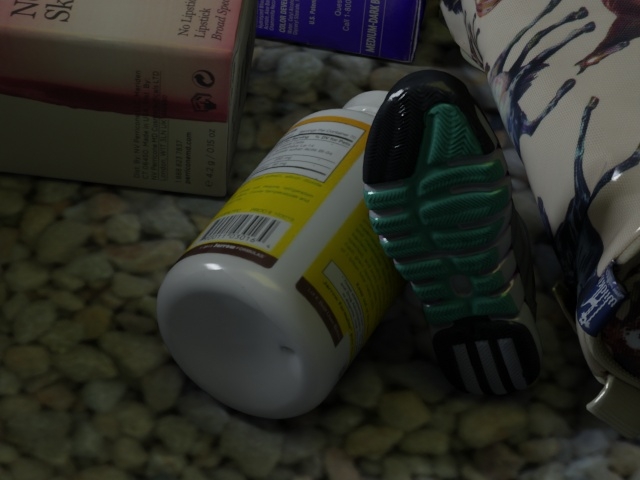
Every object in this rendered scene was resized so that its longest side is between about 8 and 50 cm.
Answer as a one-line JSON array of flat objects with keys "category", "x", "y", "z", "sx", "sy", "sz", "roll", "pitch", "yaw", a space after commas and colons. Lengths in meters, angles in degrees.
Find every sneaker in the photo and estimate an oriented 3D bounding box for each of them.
[{"category": "sneaker", "x": 0.080, "y": -0.017, "z": 1.064, "sx": 0.083, "sy": 0.223, "sz": 0.098, "roll": -5, "pitch": 36, "yaw": 15}]

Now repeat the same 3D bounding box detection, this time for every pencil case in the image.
[{"category": "pencil case", "x": 0.187, "y": -0.077, "z": 1.157, "sx": 0.183, "sy": 0.160, "sz": 0.410, "roll": -36, "pitch": 39, "yaw": 17}]

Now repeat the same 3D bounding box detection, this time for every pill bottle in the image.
[{"category": "pill bottle", "x": 0.000, "y": 0.000, "z": 1.100, "sx": 0.117, "sy": 0.117, "sz": 0.215, "roll": 23, "pitch": 46, "yaw": 17}]

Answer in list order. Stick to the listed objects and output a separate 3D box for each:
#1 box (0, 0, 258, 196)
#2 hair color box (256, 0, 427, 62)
[{"category": "box", "x": -0.164, "y": -0.133, "z": 1.214, "sx": 0.232, "sy": 0.127, "sz": 0.148, "roll": 7, "pitch": 44, "yaw": 0}, {"category": "hair color box", "x": -0.076, "y": -0.255, "z": 1.367, "sx": 0.339, "sy": 0.110, "sz": 0.185, "roll": 9, "pitch": 45, "yaw": 6}]
